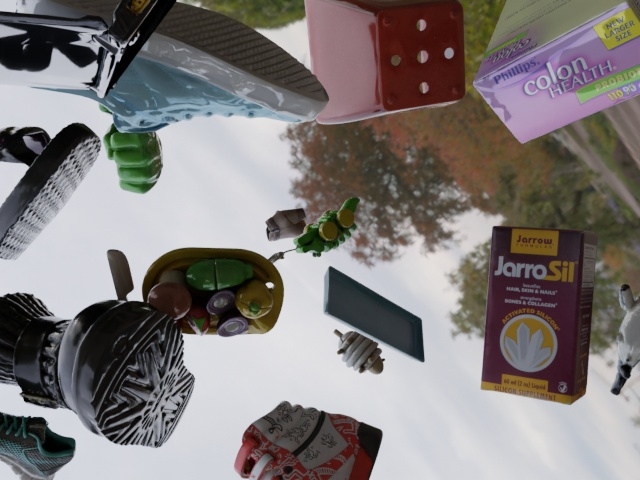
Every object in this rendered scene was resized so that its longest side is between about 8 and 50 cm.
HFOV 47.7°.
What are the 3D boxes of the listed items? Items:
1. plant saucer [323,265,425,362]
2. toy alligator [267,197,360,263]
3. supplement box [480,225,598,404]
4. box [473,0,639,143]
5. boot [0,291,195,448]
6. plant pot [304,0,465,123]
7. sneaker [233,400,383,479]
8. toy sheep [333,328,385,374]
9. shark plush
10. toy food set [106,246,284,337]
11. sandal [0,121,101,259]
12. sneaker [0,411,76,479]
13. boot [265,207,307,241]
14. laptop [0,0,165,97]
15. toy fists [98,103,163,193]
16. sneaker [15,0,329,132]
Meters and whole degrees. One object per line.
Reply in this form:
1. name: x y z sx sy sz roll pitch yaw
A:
1. plant saucer: 0.069 0.099 0.928 0.192 0.018 0.067 32 -134 -38
2. toy alligator: 0.000 0.000 1.106 0.056 0.189 0.051 -5 119 58
3. supplement box: 0.248 0.080 0.821 0.080 0.104 0.188 4 -90 -59
4. box: 0.343 -0.277 0.941 0.117 0.213 0.243 45 -130 -21
5. boot: -0.292 0.122 0.806 0.260 0.131 0.348 25 154 8
6. plant pot: 0.145 -0.364 1.419 0.235 0.267 0.267 -146 47 -62
7. sneaker: -0.033 0.276 0.750 0.144 0.090 0.270 18 -148 9
8. toy sheep: 0.078 0.228 1.499 0.132 0.091 0.091 44 -167 11
9. shark plush: 0.430 0.131 0.959 0.073 0.161 0.067 10 178 33
10. toy food set: -0.152 0.079 0.886 0.071 0.217 0.128 -100 12 -62
11. sandal: -0.386 -0.060 0.913 0.107 0.168 0.445 41 156 -15
12. sneaker: -0.356 0.223 0.844 0.166 0.076 0.065 45 -160 -38
13. boot: -0.067 -0.018 1.481 0.042 0.086 0.119 -123 14 -46
14. laptop: -0.221 -0.236 0.539 0.236 0.408 0.382 36 174 -19
15. toy fists: -0.350 -0.224 1.326 0.142 0.096 0.280 -120 26 -73
16. sneaker: -0.176 -0.191 0.858 0.365 0.150 0.135 16 -143 -19
